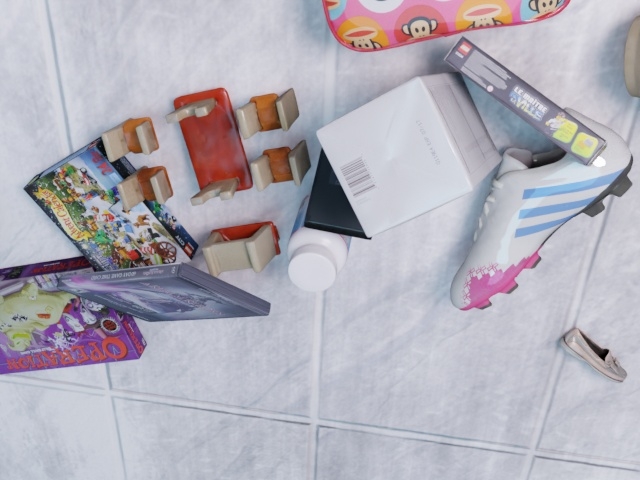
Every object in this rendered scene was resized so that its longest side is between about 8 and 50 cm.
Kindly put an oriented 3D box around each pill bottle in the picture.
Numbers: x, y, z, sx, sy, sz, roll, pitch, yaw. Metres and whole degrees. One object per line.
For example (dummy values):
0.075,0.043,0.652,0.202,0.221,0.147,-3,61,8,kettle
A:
0.000,0.000,1.099,0.087,0.160,0.087,5,125,7,pill bottle

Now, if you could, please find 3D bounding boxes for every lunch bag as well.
0.129,-0.360,0.852,0.293,0.120,0.258,-5,122,14,lunch bag

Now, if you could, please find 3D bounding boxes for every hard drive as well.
0.036,-0.070,1.062,0.094,0.135,0.022,11,151,3,hard drive

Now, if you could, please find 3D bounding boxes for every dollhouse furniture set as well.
-0.139,-0.088,1.108,0.262,0.135,0.259,-8,111,15,dollhouse furniture set

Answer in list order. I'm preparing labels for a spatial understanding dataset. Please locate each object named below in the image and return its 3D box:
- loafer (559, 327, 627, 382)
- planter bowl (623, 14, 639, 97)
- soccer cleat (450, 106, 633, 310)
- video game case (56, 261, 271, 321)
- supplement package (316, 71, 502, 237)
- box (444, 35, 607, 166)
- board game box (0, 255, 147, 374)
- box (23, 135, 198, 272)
0.441,0.183,1.218,0.125,0.045,0.039,31,117,-8,loafer
0.422,-0.215,0.892,0.109,0.162,0.162,9,130,38,planter bowl
0.271,-0.042,1.063,0.143,0.116,0.331,40,118,-4,soccer cleat
-0.242,0.085,1.181,0.274,0.026,0.196,-6,156,36,video game case
0.118,-0.113,0.931,0.134,0.244,0.139,-25,93,24,supplement package
0.249,-0.165,0.921,0.207,0.114,0.036,41,107,13,box
-0.505,0.139,1.359,0.347,0.056,0.208,-9,126,16,board game box
-0.326,-0.035,1.205,0.159,0.044,0.233,-25,117,24,box
